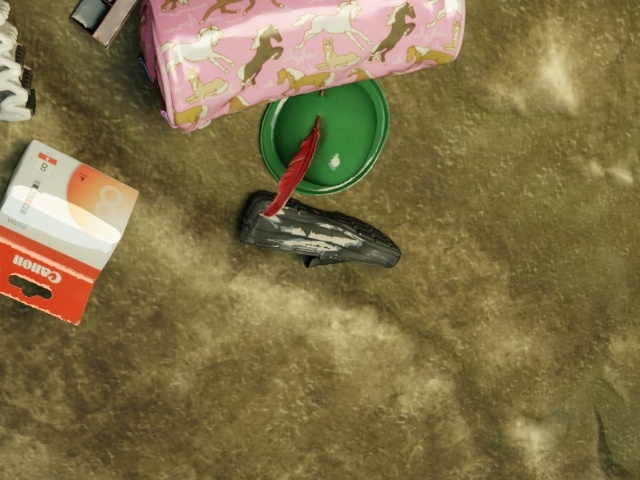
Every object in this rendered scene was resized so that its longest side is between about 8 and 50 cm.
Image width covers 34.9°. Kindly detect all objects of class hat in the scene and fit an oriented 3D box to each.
[{"bbox_3d":[0.026,-0.105,1.251,0.173,0.183,0.208,31,97,-26],"label":"hat"}]

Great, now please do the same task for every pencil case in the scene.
[{"bbox_3d":[-0.018,-0.248,1.199,0.386,0.167,0.160,-17,77,-12],"label":"pencil case"}]

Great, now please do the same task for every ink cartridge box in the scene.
[{"bbox_3d":[-0.313,-0.010,1.202,0.145,0.045,0.179,28,63,-25],"label":"ink cartridge box"}]

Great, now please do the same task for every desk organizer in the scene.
[{"bbox_3d":[-0.233,-0.291,1.170,0.050,0.047,0.130,32,97,-24],"label":"desk organizer"}]

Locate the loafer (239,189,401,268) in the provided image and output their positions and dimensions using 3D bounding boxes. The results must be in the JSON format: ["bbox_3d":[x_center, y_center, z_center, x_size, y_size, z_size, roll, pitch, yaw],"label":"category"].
[{"bbox_3d":[0.000,0.000,1.347,0.223,0.076,0.078,17,109,-19],"label":"loafer"}]

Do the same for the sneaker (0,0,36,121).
[{"bbox_3d":[-0.397,-0.260,1.098,0.118,0.110,0.292,-11,113,-5],"label":"sneaker"}]
